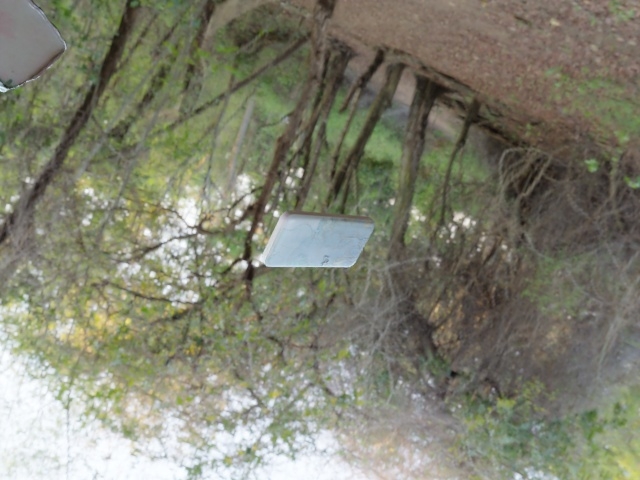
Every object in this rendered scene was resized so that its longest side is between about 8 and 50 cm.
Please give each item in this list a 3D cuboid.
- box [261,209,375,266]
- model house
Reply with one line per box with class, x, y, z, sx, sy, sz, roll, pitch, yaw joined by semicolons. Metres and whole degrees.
box;0.000;0.000;1.531;0.285;0.142;0.044;2;-147;-42
model house;-0.792;-0.494;1.588;0.237;0.202;0.237;11;146;44
